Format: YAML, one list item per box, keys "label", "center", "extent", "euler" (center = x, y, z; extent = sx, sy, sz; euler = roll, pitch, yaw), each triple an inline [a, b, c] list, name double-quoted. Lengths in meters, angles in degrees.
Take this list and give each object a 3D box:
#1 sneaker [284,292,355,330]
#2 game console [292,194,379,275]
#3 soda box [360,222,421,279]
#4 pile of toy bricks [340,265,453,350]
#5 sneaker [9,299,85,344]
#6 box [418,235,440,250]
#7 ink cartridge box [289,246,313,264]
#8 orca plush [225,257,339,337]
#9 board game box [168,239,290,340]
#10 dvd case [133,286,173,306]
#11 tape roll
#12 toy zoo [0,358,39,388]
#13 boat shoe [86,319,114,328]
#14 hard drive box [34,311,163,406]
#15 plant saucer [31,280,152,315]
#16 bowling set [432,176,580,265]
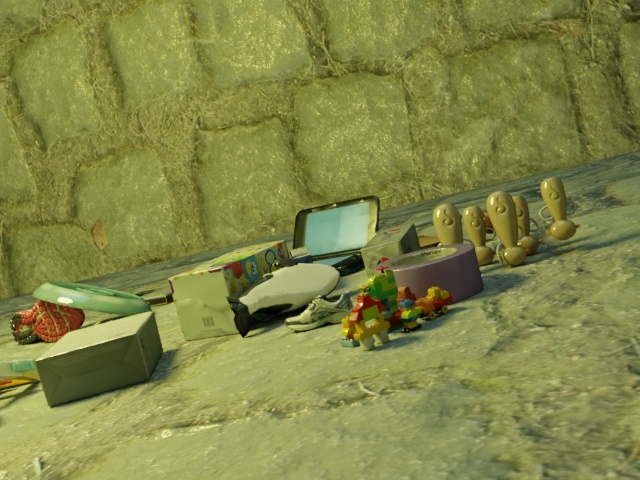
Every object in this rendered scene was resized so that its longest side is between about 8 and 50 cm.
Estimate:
- label: "sneaker"
  center: [-0.003, 0.129, 1.401]
  extent: [0.135, 0.058, 0.052]
  euler: [-14, 6, 5]
- label: "game console"
  center: [0.000, 0.000, 2.068]
  extent: [0.293, 0.173, 0.250]
  euler: [-11, 6, 35]
- label: "soda box"
  center: [0.168, 0.032, 1.717]
  extent: [0.091, 0.098, 0.286]
  euler: [-14, 5, 15]
- label: "pile of toy bricks"
  center: [0.107, 0.094, 1.228]
  extent: [0.212, 0.105, 0.118]
  euler: [-18, 7, -37]
- label: "sneaker"
  center: [-0.743, 0.213, 2.092]
  extent: [0.299, 0.120, 0.112]
  euler: [-10, 5, 40]
- label: "box"
  center: [0.241, 0.019, 2.044]
  extent: [0.165, 0.021, 0.201]
  euler: [-15, 6, -11]
- label: "ink cartridge box"
  center: [-0.038, 0.074, 1.821]
  extent: [0.046, 0.097, 0.207]
  euler: [-14, 6, -3]
- label: "orca plush"
  center: [-0.079, 0.135, 1.576]
  extent: [0.151, 0.102, 0.287]
  euler: [35, 38, 15]
- label: "board game box"
  center: [-0.182, 0.103, 1.657]
  extent: [0.144, 0.142, 0.275]
  euler: [-11, 7, 27]
- label: "dvd case"
  center: [-0.516, 0.176, 2.343]
  extent: [0.239, 0.029, 0.179]
  euler: [-10, 7, 28]
- label: "tape roll"
  center: [0.200, 0.067, 1.397]
  extent: [0.189, 0.080, 0.189]
  euler: [-15, 6, 2]
- label: "toy zoo"
  center: [-0.691, 0.277, 1.476]
  extent: [0.293, 0.030, 0.192]
  euler: [-13, -14, 6]
- label: "boat shoe"
  center: [-0.486, 0.219, 1.646]
  extent: [0.074, 0.080, 0.223]
  euler: [-20, 1, -7]
- label: "hard drive box"
  center: [-0.401, 0.213, 1.406]
  extent: [0.181, 0.089, 0.232]
  euler: [-14, 6, -4]
- label: "plant saucer"
  center: [-0.609, 0.154, 2.040]
  extent: [0.318, 0.043, 0.317]
  euler: [12, -1, 0]
- label: "bowling set"
  center: [0.386, -0.011, 1.572]
  extent: [0.287, 0.154, 0.200]
  euler: [-14, -13, 13]
